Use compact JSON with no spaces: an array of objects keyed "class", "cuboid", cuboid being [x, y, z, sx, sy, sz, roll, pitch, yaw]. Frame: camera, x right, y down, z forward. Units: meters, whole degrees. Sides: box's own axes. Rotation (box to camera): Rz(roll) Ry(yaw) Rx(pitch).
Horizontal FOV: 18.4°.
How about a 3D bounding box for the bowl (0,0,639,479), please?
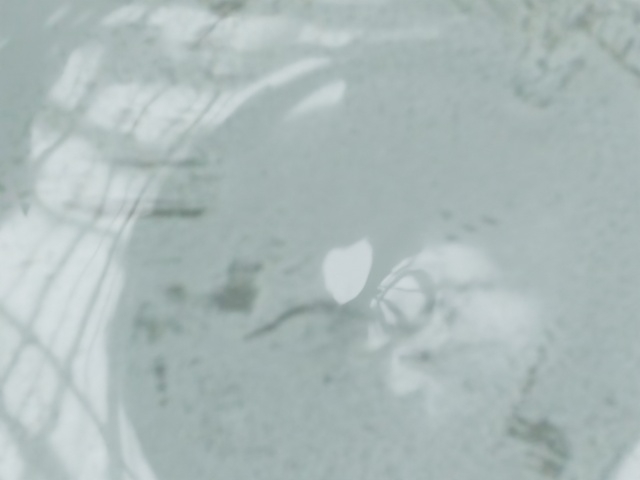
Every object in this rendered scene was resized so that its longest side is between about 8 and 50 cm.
[{"class":"bowl","cuboid":[0.000,0.000,0.437,0.435,0.196,0.434,-5,69,14]}]
